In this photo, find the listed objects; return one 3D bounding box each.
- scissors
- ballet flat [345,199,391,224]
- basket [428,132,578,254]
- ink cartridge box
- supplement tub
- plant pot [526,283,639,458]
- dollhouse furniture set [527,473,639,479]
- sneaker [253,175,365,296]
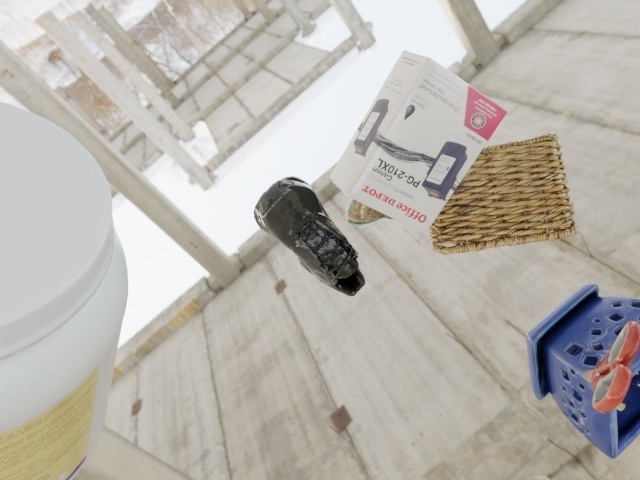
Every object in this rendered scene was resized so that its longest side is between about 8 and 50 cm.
[{"bbox_3d":[0.361,0.187,0.692,0.021,0.297,0.109,20,-109,20],"label":"scissors"},{"bbox_3d":[0.139,-0.081,1.250,0.073,0.067,0.206,19,-160,35],"label":"ballet flat"},{"bbox_3d":[0.386,-0.085,1.181,0.299,0.223,0.213,-10,173,12],"label":"basket"},{"bbox_3d":[0.152,-0.153,0.850,0.237,0.172,0.100,-59,-153,15],"label":"ink cartridge box"},{"bbox_3d":[-0.289,0.077,0.424,0.241,0.241,0.331,-77,-169,-46],"label":"supplement tub"},{"bbox_3d":[0.555,0.241,1.049,0.236,0.236,0.212,-35,-143,-18],"label":"plant pot"},{"bbox_3d":[0.617,0.460,0.973,0.303,0.173,0.355,-9,-170,-11],"label":"dollhouse furniture set"},{"bbox_3d":[0.000,0.000,0.857,0.109,0.286,0.130,-47,-128,-2],"label":"sneaker"}]
